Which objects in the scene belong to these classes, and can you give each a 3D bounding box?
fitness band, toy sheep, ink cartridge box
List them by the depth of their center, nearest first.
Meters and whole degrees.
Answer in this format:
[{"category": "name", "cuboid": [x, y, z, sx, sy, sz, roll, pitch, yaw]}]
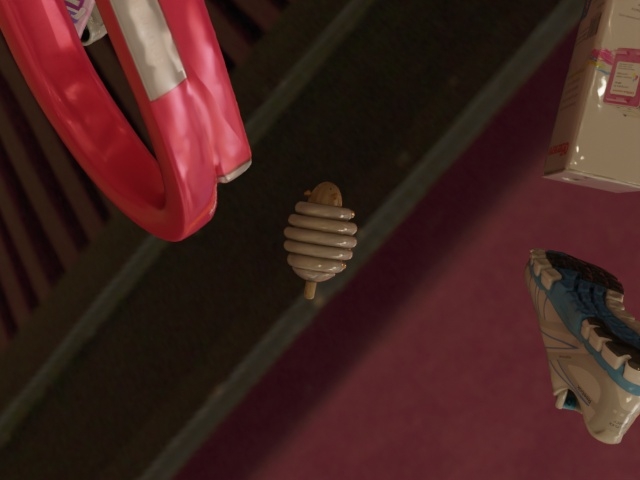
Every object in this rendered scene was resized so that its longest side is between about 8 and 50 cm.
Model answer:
[{"category": "ink cartridge box", "cuboid": [0.170, -0.090, 0.774, 0.052, 0.088, 0.122, 15, 91, 0]}, {"category": "fitness band", "cuboid": [-0.135, -0.129, 0.809, 0.054, 0.209, 0.291, -35, 134, -22]}, {"category": "toy sheep", "cuboid": [0.000, 0.000, 1.505, 0.091, 0.091, 0.132, 5, 90, -28]}]

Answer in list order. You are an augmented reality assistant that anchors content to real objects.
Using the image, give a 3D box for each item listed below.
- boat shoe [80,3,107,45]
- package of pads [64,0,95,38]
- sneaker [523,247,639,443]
[{"category": "boat shoe", "cuboid": [-0.344, -0.316, 1.609, 0.227, 0.081, 0.079, 38, 127, -8]}, {"category": "package of pads", "cuboid": [-0.236, -0.223, 1.264, 0.050, 0.032, 0.083, 22, 93, -19]}, {"category": "sneaker", "cuboid": [0.174, 0.070, 0.929, 0.071, 0.191, 0.083, 14, 112, -13]}]
